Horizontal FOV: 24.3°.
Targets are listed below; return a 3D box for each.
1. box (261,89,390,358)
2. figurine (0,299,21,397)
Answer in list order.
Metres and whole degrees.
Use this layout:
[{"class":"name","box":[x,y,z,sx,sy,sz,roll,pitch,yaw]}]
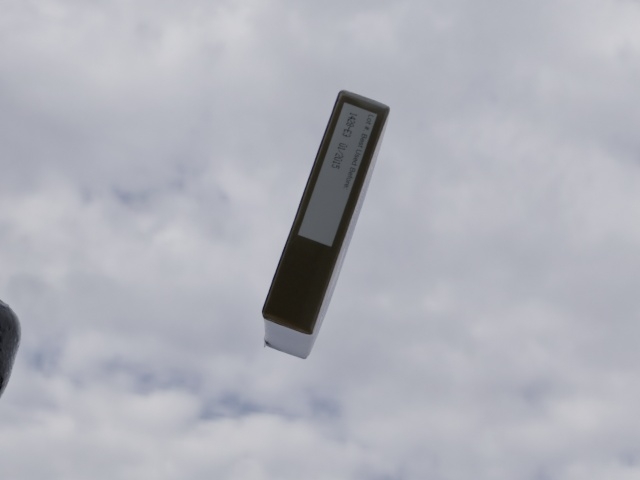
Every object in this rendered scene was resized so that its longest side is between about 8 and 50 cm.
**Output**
[{"class":"box","box":[0.000,0.000,0.926,0.036,0.136,0.225,19,-9,0]},{"class":"figurine","box":[-0.279,0.099,0.901,0.092,0.209,0.215,-20,-40,21]}]
